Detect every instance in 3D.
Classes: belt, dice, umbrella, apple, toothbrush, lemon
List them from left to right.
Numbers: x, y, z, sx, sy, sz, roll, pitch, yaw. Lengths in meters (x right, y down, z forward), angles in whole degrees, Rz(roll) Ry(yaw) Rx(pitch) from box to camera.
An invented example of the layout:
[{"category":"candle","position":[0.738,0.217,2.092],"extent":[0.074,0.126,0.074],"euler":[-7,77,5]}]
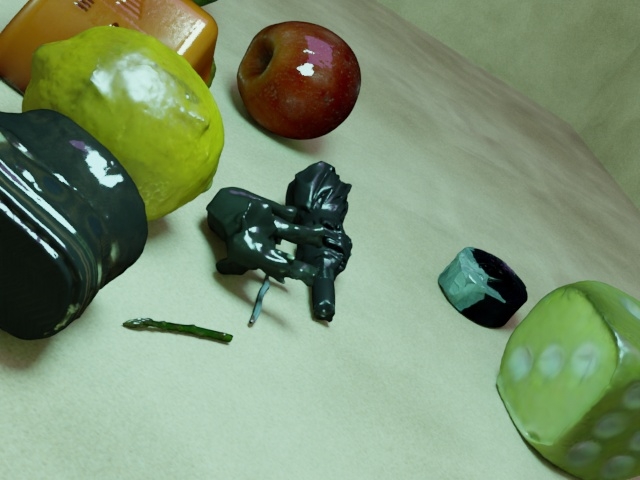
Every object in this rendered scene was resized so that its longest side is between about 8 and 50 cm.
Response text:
[{"category":"lemon","position":[-0.252,-0.148,1.359],"extent":[0.288,0.233,0.234],"euler":[38,19,-32]},{"category":"toothbrush","position":[-0.078,0.072,1.476],"extent":[0.019,0.013,0.193],"euler":[43,21,-9]},{"category":"apple","position":[-0.039,-0.297,1.976],"extent":[0.201,0.218,0.218],"euler":[25,25,-36]},{"category":"umbrella","position":[0.000,0.000,1.643],"extent":[0.118,0.118,0.340],"euler":[29,33,-22]},{"category":"belt","position":[0.296,0.082,1.947],"extent":[0.151,0.078,0.198],"euler":[50,26,21]},{"category":"dice","position":[0.442,0.224,1.686],"extent":[0.226,0.238,0.233],"euler":[25,27,-27]}]

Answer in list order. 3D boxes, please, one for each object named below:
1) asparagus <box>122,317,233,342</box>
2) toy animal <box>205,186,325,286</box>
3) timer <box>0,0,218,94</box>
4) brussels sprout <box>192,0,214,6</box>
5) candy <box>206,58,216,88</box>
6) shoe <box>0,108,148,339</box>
[{"category":"asparagus","position":[-0.168,0.105,1.272],"extent":[0.162,0.016,0.016],"euler":[16,50,-45]},{"category":"toy animal","position":[-0.083,0.001,1.485],"extent":[0.146,0.115,0.245],"euler":[18,5,-30]},{"category":"timer","position":[-0.309,-0.271,1.543],"extent":[0.257,0.161,0.250],"euler":[37,66,-4]},{"category":"brussels sprout","position":[-0.313,-0.603,2.078],"extent":[0.354,0.281,0.290],"euler":[5,62,-26]},{"category":"candy","position":[-0.291,-0.320,1.764],"extent":[0.259,0.118,0.260],"euler":[30,28,-18]},{"category":"shoe","position":[-0.363,-0.077,1.118],"extent":[0.384,0.171,0.237],"euler":[37,25,-2]}]
